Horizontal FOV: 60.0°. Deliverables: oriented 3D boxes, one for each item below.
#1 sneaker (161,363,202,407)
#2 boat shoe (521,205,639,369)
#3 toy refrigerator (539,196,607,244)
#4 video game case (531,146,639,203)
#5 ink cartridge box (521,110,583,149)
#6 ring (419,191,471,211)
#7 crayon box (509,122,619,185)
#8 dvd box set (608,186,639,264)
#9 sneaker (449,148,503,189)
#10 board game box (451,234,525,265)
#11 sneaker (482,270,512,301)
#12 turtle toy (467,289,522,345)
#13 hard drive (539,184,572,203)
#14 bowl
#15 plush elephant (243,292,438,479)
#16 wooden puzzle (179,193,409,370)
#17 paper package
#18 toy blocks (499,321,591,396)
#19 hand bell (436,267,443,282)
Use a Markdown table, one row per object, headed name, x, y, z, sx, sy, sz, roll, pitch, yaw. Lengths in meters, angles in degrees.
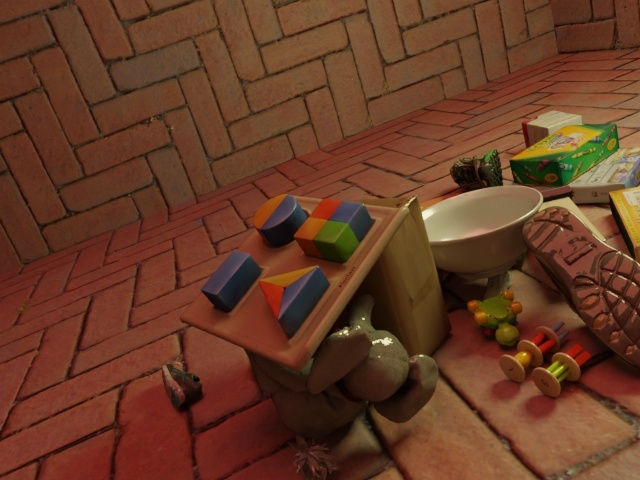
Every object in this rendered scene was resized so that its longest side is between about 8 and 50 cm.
| name | x | y | z | sx | sy | sz | roll | pitch | yaw |
| --- | --- | --- | --- | --- | --- | --- | --- | --- | --- |
| sneaker | -0.319 | 0.329 | 1.279 | 0.076 | 0.065 | 0.166 | -10 | 18 | -26 |
| boat shoe | 0.501 | 0.083 | 0.989 | 0.132 | 0.130 | 0.356 | -34 | 46 | 14 |
| toy refrigerator | 0.555 | 0.001 | 1.245 | 0.094 | 0.102 | 0.269 | -15 | 21 | 13 |
| video game case | 0.774 | -0.183 | 1.576 | 0.244 | 0.061 | 0.269 | 0 | 28 | 46 |
| ink cartridge box | 0.803 | -0.360 | 1.908 | 0.128 | 0.128 | 0.176 | -19 | 20 | -2 |
| ring | 0.383 | -0.068 | 1.683 | 0.336 | 0.032 | 0.337 | -16 | 21 | 7 |
| crayon box | 0.707 | -0.251 | 1.605 | 0.278 | 0.081 | 0.165 | -30 | 22 | -25 |
| dvd box set | 0.873 | -0.065 | 1.184 | 0.420 | 0.062 | 0.308 | -11 | 22 | 22 |
| sneaker | 0.487 | -0.203 | 1.738 | 0.146 | 0.134 | 0.343 | -10 | 3 | 9 |
| board game box | 0.414 | 0.004 | 1.365 | 0.181 | 0.043 | 0.092 | 13 | 32 | 21 |
| sneaker | 0.383 | 0.099 | 1.211 | 0.053 | 0.061 | 0.152 | -6 | 25 | 28 |
| turtle toy | 0.349 | 0.155 | 1.085 | 0.095 | 0.066 | 0.130 | -17 | 21 | 6 |
| hard drive | 0.584 | -0.081 | 1.398 | 0.094 | 0.135 | 0.022 | -14 | 54 | 15 |
| bowl | 0.349 | -0.005 | 1.227 | 0.297 | 0.134 | 0.298 | -19 | 16 | 6 |
| plush elephant | 0.036 | 0.209 | 0.945 | 0.255 | 0.272 | 0.330 | -38 | 41 | 16 |
| wooden puzzle | -0.063 | 0.032 | 0.936 | 0.347 | 0.081 | 0.322 | 7 | 51 | 46 |
| paper package | 0.076 | 0.086 | 1.135 | 0.309 | 0.325 | 0.168 | 2 | 30 | 42 |
| toy blocks | 0.403 | 0.194 | 0.953 | 0.148 | 0.054 | 0.123 | -29 | 21 | -25 |
| hand bell | 0.297 | 0.062 | 1.356 | 0.242 | 0.126 | 0.126 | -22 | 17 | -40 |
